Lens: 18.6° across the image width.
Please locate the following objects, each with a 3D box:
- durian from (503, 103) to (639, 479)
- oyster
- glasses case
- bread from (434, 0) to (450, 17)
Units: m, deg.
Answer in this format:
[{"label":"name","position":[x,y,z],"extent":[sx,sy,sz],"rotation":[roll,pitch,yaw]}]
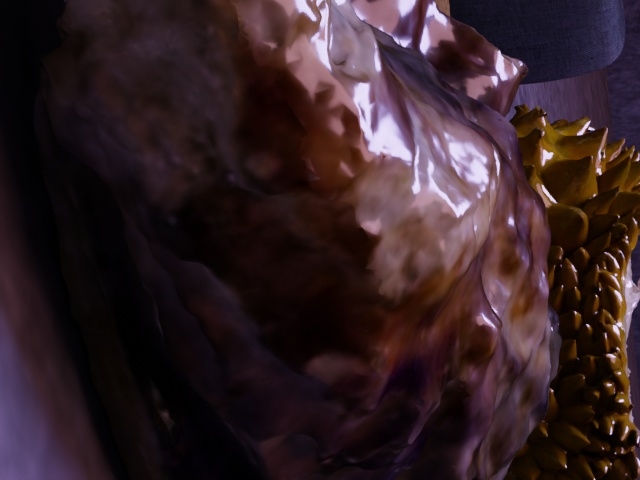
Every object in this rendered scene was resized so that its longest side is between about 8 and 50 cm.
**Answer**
[{"label":"durian","position":[0.073,0.055,0.874],"extent":[0.138,0.183,0.250],"rotation":[29,47,-29]},{"label":"oyster","position":[0.010,0.001,0.576],"extent":[0.271,0.100,0.275],"rotation":[-1,91,-65]},{"label":"glasses case","position":[0.113,-0.226,1.232],"extent":[0.323,0.131,0.074],"rotation":[69,18,-49]},{"label":"bread","position":[0.005,-0.088,0.744],"extent":[0.225,0.081,0.134],"rotation":[24,64,-79]}]
